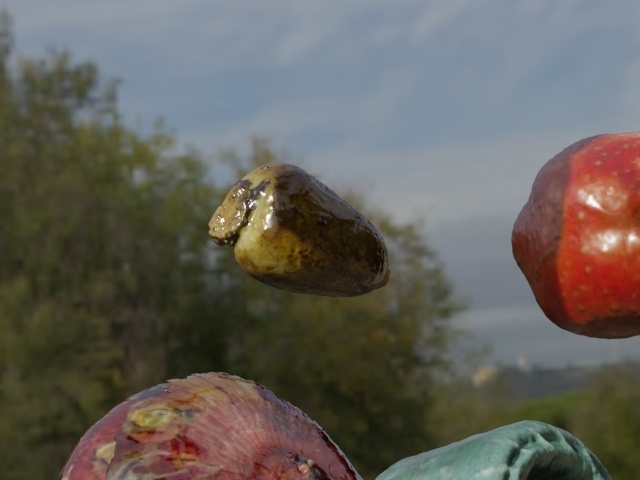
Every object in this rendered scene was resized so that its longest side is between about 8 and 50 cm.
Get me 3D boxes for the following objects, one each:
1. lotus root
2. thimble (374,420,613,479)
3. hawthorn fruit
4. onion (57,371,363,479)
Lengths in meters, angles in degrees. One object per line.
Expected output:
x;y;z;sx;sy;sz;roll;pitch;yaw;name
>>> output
0.000;0.000;1.615;0.191;0.108;0.094;21;-30;-34;lotus root
0.140;0.246;1.416;0.143;0.198;0.235;-23;-27;35;thimble
0.283;-0.006;1.704;0.205;0.205;0.253;-4;-1;-4;hawthorn fruit
-0.064;0.207;1.246;0.246;0.246;0.190;1;-26;-42;onion
